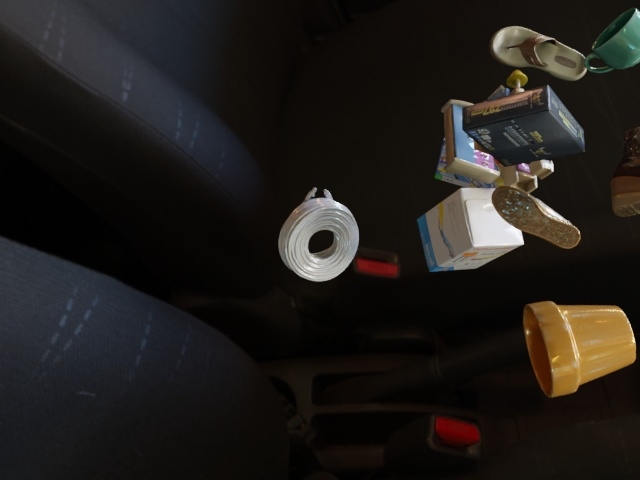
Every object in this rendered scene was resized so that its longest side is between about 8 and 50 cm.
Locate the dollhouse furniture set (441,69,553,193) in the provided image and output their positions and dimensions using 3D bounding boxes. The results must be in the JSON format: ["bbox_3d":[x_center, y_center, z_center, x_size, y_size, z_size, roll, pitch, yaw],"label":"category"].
[{"bbox_3d":[0.479,-0.296,1.552,0.286,0.303,0.198,14,61,-20],"label":"dollhouse furniture set"}]

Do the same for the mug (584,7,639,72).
[{"bbox_3d":[0.746,-0.482,1.573,0.097,0.158,0.129,40,70,-6],"label":"mug"}]

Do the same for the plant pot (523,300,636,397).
[{"bbox_3d":[0.565,0.223,1.387,0.188,0.205,0.205,-11,51,5],"label":"plant pot"}]

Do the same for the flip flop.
[{"bbox_3d":[0.601,-0.514,1.742,0.277,0.080,0.112,21,92,1],"label":"flip flop"}]

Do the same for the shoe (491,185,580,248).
[{"bbox_3d":[0.463,-0.051,1.392,0.219,0.076,0.058,31,16,-8],"label":"shoe"}]

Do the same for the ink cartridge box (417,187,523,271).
[{"bbox_3d":[0.414,-0.027,1.779,0.171,0.233,0.168,-2,72,-22],"label":"ink cartridge box"}]

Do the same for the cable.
[{"bbox_3d":[0.000,0.000,1.952,0.257,0.257,0.089,-48,31,-1],"label":"cable"}]

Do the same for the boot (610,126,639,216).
[{"bbox_3d":[0.682,-0.153,1.219,0.248,0.090,0.206,-8,53,51],"label":"boot"}]

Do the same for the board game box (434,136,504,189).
[{"bbox_3d":[0.436,-0.211,1.809,0.201,0.136,0.035,18,44,15],"label":"board game box"}]

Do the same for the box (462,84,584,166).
[{"bbox_3d":[0.433,-0.234,1.350,0.183,0.233,0.059,-9,70,36],"label":"box"}]
